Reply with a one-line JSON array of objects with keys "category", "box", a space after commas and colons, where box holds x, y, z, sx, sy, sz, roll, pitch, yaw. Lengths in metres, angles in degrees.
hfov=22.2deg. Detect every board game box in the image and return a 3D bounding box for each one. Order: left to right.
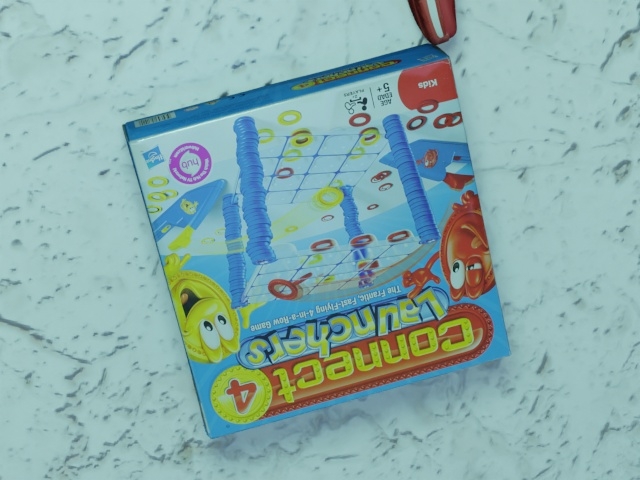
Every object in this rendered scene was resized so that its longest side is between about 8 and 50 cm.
[{"category": "board game box", "box": [0.000, 0.000, 1.541, 0.308, 0.086, 0.302, -16, 108, -5]}]

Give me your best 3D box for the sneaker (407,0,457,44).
[{"category": "sneaker", "box": [0.134, -0.295, 1.479, 0.128, 0.087, 0.221, -12, 109, -5]}]
